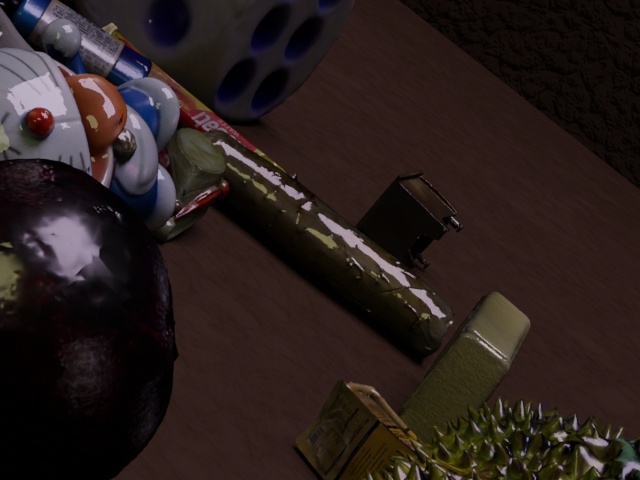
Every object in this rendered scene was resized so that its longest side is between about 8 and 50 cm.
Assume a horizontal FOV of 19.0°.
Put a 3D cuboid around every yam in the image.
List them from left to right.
[{"bbox_3d":[0.000,0.000,1.887,0.317,0.071,0.067,38,52,8],"label":"yam"}]

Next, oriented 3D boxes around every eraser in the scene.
[{"bbox_3d":[0.130,0.118,1.715,0.058,0.117,0.172,36,15,4],"label":"eraser"}]

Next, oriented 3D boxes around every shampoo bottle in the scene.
[{"bbox_3d":[-0.263,-0.212,1.994,0.183,0.050,0.087,33,18,-11],"label":"shampoo bottle"}]

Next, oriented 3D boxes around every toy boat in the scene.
[{"bbox_3d":[-0.130,-0.057,1.778,0.089,0.071,0.185,34,16,-13],"label":"toy boat"}]

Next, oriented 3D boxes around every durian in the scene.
[{"bbox_3d":[0.141,0.223,1.228,0.291,0.225,0.291,30,22,-14],"label":"durian"}]

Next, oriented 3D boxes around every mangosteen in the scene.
[{"bbox_3d":[-0.207,0.053,1.112,0.250,0.211,0.211,-1,24,-8],"label":"mangosteen"}]

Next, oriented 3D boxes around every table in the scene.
[{"bbox_3d":[0.101,-0.018,2.124,0.082,0.083,0.070,46,21,12],"label":"table"}]

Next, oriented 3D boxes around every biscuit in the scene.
[{"bbox_3d":[-0.143,-0.139,2.055,0.292,0.026,0.048,40,50,20],"label":"biscuit"}]

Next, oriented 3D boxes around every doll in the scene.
[{"bbox_3d":[-0.199,-0.060,1.459,0.161,0.215,0.257,-7,2,33],"label":"doll"}]

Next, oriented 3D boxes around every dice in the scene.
[{"bbox_3d":[-0.119,-0.307,2.190,0.251,0.259,0.243,43,19,24],"label":"dice"}]

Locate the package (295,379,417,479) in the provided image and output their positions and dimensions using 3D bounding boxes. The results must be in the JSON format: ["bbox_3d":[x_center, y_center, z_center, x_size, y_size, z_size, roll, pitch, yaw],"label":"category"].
[{"bbox_3d":[0.044,0.172,1.463,0.047,0.071,0.131,24,20,-53],"label":"package"}]

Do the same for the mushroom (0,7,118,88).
[{"bbox_3d":[-0.277,-0.157,1.727,0.278,0.096,0.099,33,12,-18],"label":"mushroom"}]

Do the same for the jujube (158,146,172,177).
[{"bbox_3d":[-0.206,-0.075,1.643,0.166,0.104,0.104,29,12,25],"label":"jujube"}]
